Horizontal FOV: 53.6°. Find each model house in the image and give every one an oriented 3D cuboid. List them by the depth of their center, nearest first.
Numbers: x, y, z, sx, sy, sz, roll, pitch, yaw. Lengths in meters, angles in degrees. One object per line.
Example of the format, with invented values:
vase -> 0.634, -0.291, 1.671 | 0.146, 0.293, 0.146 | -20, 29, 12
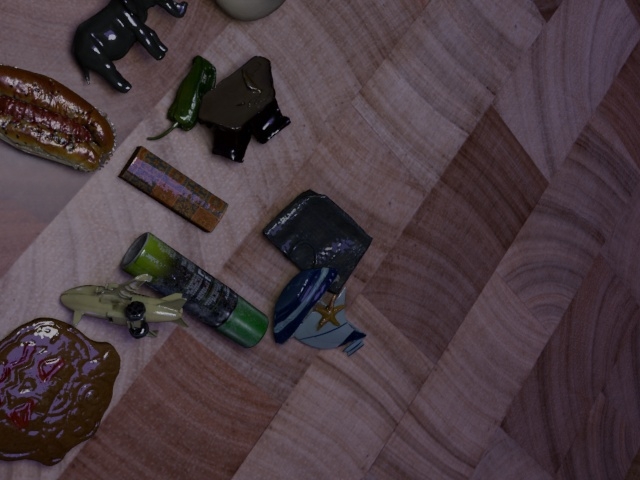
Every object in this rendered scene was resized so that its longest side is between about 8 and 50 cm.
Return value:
model house -> -0.161, -0.260, 1.345 | 0.203, 0.164, 0.141 | -37, 74, -17

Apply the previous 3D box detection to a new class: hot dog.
hot dog -> -0.505, -0.224, 1.162 | 0.268, 0.075, 0.144 | 24, 84, -27

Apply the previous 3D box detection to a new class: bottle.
bottle -> -0.254, 0.111, 1.326 | 0.330, 0.093, 0.093 | 39, 74, -27

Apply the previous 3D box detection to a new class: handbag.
handbag -> 0.000, 0.000, 1.480 | 0.270, 0.089, 0.175 | 42, 84, -30

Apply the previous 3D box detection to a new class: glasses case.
glasses case -> -0.299, -0.103, 1.308 | 0.218, 0.049, 0.075 | 35, 76, -28

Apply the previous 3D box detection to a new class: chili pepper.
chili pepper -> -0.269, -0.280, 1.304 | 0.072, 0.073, 0.203 | 30, 79, -43

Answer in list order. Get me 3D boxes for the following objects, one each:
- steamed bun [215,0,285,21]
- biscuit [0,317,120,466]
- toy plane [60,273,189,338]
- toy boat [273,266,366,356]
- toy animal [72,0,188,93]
steamed bun -> -0.119, -0.558, 1.299 | 0.228, 0.131, 0.177 | -54, 149, -3
biscuit -> -0.528, 0.292, 1.206 | 0.257, 0.049, 0.272 | 33, 79, -29
toy plane -> -0.379, 0.131, 1.226 | 0.244, 0.229, 0.092 | 3, 54, -7
toy boat -> 0.011, 0.189, 1.507 | 0.220, 0.067, 0.291 | -50, 131, -2
toy animal -> -0.362, -0.397, 1.210 | 0.146, 0.115, 0.245 | 48, 70, -25
